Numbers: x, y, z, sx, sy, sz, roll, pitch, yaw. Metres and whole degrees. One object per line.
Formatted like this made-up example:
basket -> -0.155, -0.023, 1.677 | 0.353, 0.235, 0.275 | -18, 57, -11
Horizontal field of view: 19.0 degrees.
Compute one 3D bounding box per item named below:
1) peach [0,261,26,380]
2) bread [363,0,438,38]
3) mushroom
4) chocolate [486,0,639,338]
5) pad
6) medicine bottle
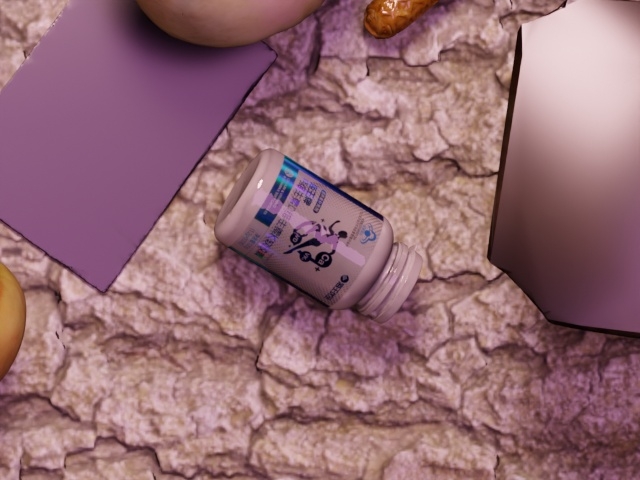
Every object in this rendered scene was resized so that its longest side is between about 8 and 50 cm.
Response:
peach -> -0.366, 0.075, 1.755 | 0.184, 0.184, 0.184 | 0, 89, -13
bread -> 0.107, -0.260, 1.928 | 0.157, 0.052, 0.044 | -41, 96, -11
mushroom -> -0.084, -0.322, 1.809 | 0.260, 0.254, 0.234 | -35, 60, -13
chocolate -> 0.331, -0.043, 1.868 | 0.326, 0.297, 0.314 | 6, 80, 4
pad -> -0.205, -0.125, 1.878 | 0.202, 0.005, 0.300 | 36, 81, -11
medicine bottle -> 0.000, 0.000, 1.871 | 0.191, 0.107, 0.107 | 31, 82, -11
